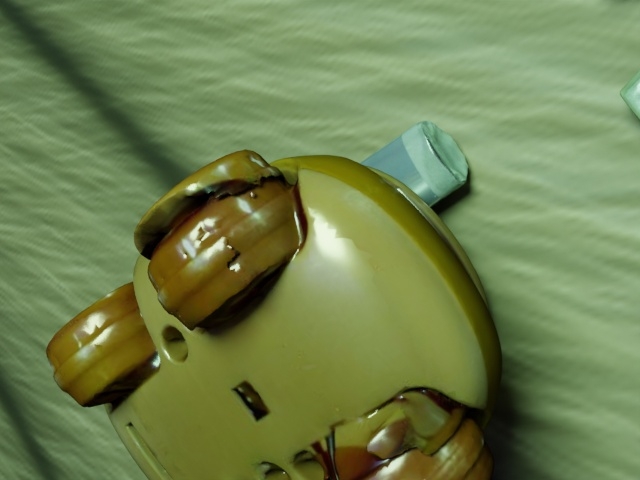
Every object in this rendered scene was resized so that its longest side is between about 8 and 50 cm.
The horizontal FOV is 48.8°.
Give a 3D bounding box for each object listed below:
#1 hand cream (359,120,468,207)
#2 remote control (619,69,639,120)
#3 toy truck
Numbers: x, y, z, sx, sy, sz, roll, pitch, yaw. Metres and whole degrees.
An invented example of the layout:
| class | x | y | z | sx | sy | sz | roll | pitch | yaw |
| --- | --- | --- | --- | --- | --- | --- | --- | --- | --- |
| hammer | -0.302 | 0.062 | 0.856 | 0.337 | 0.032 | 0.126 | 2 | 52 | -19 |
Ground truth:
| class | x | y | z | sx | sy | sz | roll | pitch | yaw |
| --- | --- | --- | --- | --- | --- | --- | --- | --- | --- |
| hand cream | 0.000 | 0.000 | 0.550 | 0.255 | 0.048 | 0.079 | -36 | 80 | 31 |
| remote control | 0.272 | -0.133 | 0.361 | 0.233 | 0.038 | 0.098 | -51 | 59 | 24 |
| toy truck | -0.019 | 0.070 | 0.435 | 0.288 | 0.212 | 0.204 | -40 | 86 | 36 |
